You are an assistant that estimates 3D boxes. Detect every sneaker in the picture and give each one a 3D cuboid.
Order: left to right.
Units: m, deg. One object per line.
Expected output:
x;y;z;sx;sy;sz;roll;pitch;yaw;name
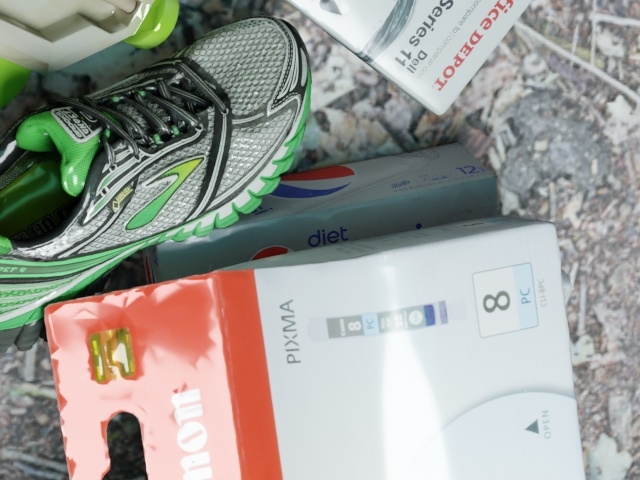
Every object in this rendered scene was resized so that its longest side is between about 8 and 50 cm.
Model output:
-0.140;-0.058;1.257;0.343;0.134;0.146;-40;157;-19;sneaker

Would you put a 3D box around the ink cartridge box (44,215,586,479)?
0.010;0.162;1.278;0.385;0.091;0.308;-11;99;-20;ink cartridge box

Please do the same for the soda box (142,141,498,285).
0.000;0.000;1.396;0.286;0.091;0.098;-12;114;-13;soda box

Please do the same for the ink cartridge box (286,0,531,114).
0.055;-0.219;1.334;0.208;0.087;0.153;34;97;-26;ink cartridge box

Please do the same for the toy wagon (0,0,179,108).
-0.198;-0.221;1.214;0.267;0.068;0.344;21;104;-51;toy wagon

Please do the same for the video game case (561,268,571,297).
0.079;0.109;1.436;0.206;0.026;0.227;0;134;-25;video game case
